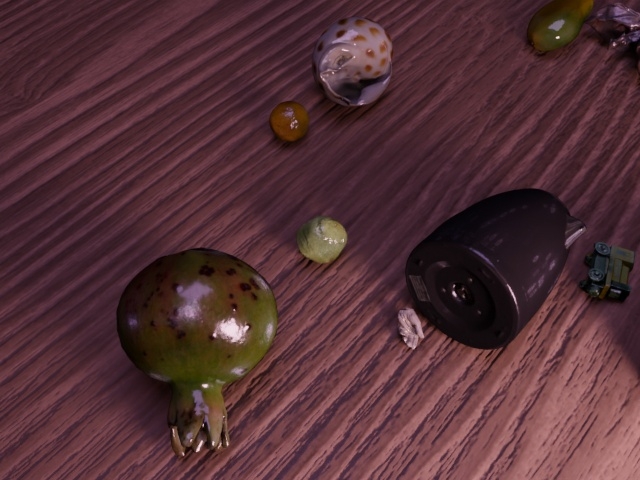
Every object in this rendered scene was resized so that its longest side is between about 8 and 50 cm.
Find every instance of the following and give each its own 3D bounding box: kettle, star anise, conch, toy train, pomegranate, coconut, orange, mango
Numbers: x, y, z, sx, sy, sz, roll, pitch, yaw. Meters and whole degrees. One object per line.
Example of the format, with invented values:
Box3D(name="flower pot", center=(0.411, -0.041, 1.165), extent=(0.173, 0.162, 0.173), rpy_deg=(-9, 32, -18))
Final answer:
Box3D(name="kettle", center=(0.285, 0.012, 1.205), extent=(0.268, 0.207, 0.290), rpy_deg=(8, 38, 46))
Box3D(name="star anise", center=(0.757, -0.465, 1.628), extent=(0.198, 0.110, 0.257), rpy_deg=(-13, 44, -8))
Box3D(name="conch", center=(0.077, -0.403, 1.583), extent=(0.275, 0.182, 0.149), rpy_deg=(-31, 23, -29))
Box3D(name="toy train", center=(0.500, 0.055, 1.238), extent=(0.081, 0.050, 0.122), rpy_deg=(19, 51, 9))
Box3D(name="pomegranate", center=(-0.168, 0.156, 1.087), extent=(0.242, 0.242, 0.306), rpy_deg=(-23, 73, -16))
Box3D(name="coconut", center=(0.000, 0.000, 1.288), extent=(0.088, 0.096, 0.087), rpy_deg=(18, 52, -24))
Box3D(name="orange", center=(-0.064, -0.253, 1.506), extent=(0.085, 0.085, 0.095), rpy_deg=(21, 33, 20))
Box3D(name="mango", center=(0.565, -0.519, 1.696), extent=(0.122, 0.085, 0.191), rpy_deg=(5, 43, 45))

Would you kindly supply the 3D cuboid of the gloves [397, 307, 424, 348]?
Box3D(name="gloves", center=(0.150, 0.141, 1.186), extent=(0.044, 0.037, 0.081), rpy_deg=(-12, 56, 27))
